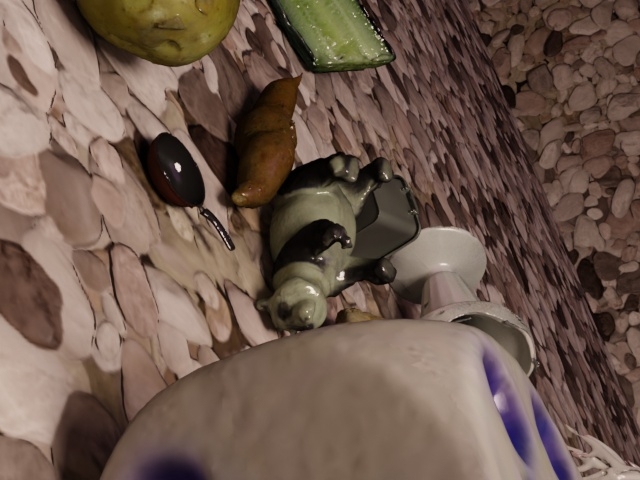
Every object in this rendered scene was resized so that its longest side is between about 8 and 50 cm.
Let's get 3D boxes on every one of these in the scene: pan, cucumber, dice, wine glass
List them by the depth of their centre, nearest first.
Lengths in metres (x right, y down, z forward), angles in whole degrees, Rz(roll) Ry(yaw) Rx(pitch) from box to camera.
[{"bbox_3d":[0.030,0.212,0.592,0.243,0.251,0.259,36,34,-53],"label":"dice"},{"bbox_3d":[-0.111,-0.036,0.876,0.115,0.023,0.068,59,19,-9],"label":"pan"},{"bbox_3d":[0.153,0.091,1.243,0.165,0.165,0.196,51,15,-34],"label":"wine glass"},{"bbox_3d":[-0.002,-0.289,1.404,0.193,0.115,0.085,55,-23,-13],"label":"cucumber"}]

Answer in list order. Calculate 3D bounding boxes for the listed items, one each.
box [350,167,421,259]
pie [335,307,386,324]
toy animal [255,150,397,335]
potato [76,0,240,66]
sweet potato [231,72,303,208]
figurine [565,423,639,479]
[{"bbox_3d":[0.038,-0.021,1.121,0.069,0.122,0.084,20,45,-48],"label":"box"},{"bbox_3d":[0.063,0.156,1.026,0.163,0.079,0.194,1,67,-64],"label":"pie"},{"bbox_3d":[0.000,0.000,0.988,0.094,0.121,0.225,41,34,-32],"label":"toy animal"},{"bbox_3d":[-0.151,-0.256,0.876,0.169,0.143,0.248,113,-43,-62],"label":"potato"},{"bbox_3d":[-0.053,-0.107,1.059,0.067,0.067,0.274,55,24,-26],"label":"sweet potato"},{"bbox_3d":[0.337,0.378,1.280,0.206,0.284,0.316,54,44,-56],"label":"figurine"}]
